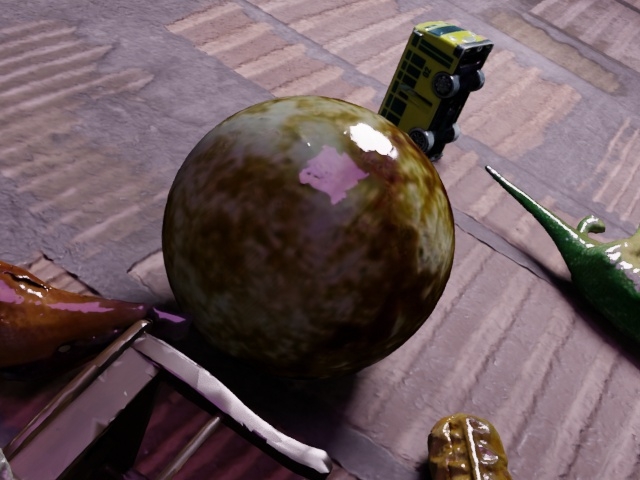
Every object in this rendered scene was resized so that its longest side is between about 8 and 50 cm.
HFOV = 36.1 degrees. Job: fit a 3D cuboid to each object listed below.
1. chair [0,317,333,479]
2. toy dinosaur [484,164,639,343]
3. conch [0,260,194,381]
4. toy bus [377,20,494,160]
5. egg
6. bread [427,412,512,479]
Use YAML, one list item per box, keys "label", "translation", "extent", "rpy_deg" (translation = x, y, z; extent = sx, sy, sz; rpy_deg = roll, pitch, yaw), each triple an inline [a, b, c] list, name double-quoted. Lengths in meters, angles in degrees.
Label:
- label: "chair"
  translation: [-0.180, 0.139, 0.605]
  extent: [0.319, 0.160, 0.186]
  rpy_deg: [32, 39, 9]
- label: "toy dinosaur"
  translation: [0.327, 0.089, 1.097]
  extent: [0.447, 0.087, 0.301]
  rpy_deg: [30, 51, 17]
- label: "conch"
  translation: [-0.222, 0.066, 0.736]
  extent: [0.232, 0.086, 0.080]
  rpy_deg: [21, 33, -4]
- label: "toy bus"
  translation: [0.140, -0.192, 1.254]
  extent: [0.101, 0.175, 0.088]
  rpy_deg: [39, 35, 25]
- label: "egg"
  translation: [0.000, 0.000, 0.843]
  extent: [0.238, 0.238, 0.289]
  rpy_deg: [47, 20, 30]
- label: "bread"
  translation: [0.124, 0.191, 0.817]
  extent: [0.066, 0.060, 0.110]
  rpy_deg: [-8, 35, 4]
